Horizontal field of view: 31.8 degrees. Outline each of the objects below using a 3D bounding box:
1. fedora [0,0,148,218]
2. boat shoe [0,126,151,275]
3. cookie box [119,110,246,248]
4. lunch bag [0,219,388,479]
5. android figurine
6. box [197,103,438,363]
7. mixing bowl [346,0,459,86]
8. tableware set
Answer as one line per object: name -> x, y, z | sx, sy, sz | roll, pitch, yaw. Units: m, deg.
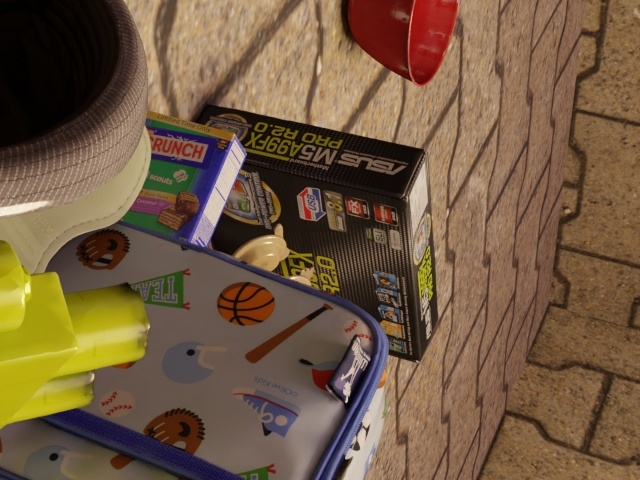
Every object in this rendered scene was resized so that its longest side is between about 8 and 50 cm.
fedora -> -0.214, -0.072, 0.523 | 0.124, 0.243, 0.275 | -52, 178, 34
boat shoe -> -0.198, -0.023, 0.760 | 0.228, 0.068, 0.081 | -53, 126, -47
cookie box -> -0.123, -0.044, 0.907 | 0.040, 0.092, 0.107 | 66, 43, -66
lunch bag -> -0.108, 0.117, 0.753 | 0.115, 0.303, 0.243 | 91, 24, -45
android figurine -> -0.229, 0.072, 0.547 | 0.273, 0.056, 0.248 | -7, 161, -33
box -> 0.000, 0.000, 1.089 | 0.270, 0.216, 0.060 | 80, 29, -51
mixing bowl -> 0.091, -0.278, 1.304 | 0.181, 0.098, 0.181 | 16, 90, -71
tableware set -> -0.085, 0.050, 1.049 | 0.168, 0.020, 0.141 | -24, 149, -8
